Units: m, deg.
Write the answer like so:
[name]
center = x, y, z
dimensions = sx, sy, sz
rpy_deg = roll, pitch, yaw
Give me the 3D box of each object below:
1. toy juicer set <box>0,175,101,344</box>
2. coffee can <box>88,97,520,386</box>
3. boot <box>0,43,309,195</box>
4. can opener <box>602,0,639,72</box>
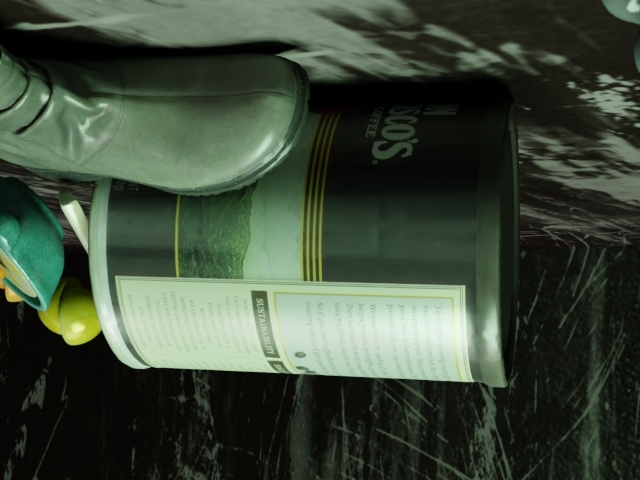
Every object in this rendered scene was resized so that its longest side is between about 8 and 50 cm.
[toy juicer set]
center = -0.242, 0.027, 0.909
dimensions = 0.329, 0.089, 0.209
rpy_deg = 19, 147, 49
[coffee can]
center = 0.000, 0.000, 0.811
dimensions = 0.276, 0.201, 0.201
rpy_deg = 1, 175, 13
[boot]
center = -0.145, -0.081, 0.659
dimensions = 0.247, 0.083, 0.161
rpy_deg = -3, 168, 31
[can opener]
center = 0.255, -0.097, 0.474
dimensions = 0.284, 0.076, 0.095
rpy_deg = 5, 142, -29
